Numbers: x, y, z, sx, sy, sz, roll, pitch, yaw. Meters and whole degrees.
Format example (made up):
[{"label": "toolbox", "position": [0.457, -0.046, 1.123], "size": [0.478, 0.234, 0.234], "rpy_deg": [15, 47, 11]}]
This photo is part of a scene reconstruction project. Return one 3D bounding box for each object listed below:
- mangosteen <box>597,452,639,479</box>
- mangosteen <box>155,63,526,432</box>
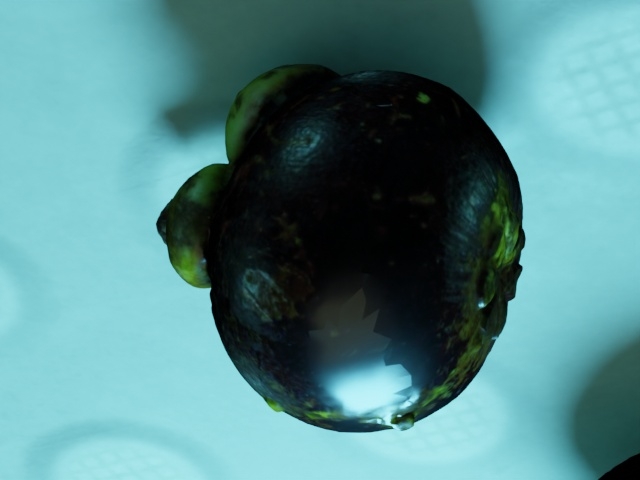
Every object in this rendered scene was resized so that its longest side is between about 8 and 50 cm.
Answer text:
[{"label": "mangosteen", "position": [0.270, 0.259, 1.154], "size": [0.275, 0.275, 0.302], "rpy_deg": [6, 172, 1]}, {"label": "mangosteen", "position": [0.000, 0.000, 0.925], "size": [0.217, 0.192, 0.192], "rpy_deg": [12, 144, 27]}]
